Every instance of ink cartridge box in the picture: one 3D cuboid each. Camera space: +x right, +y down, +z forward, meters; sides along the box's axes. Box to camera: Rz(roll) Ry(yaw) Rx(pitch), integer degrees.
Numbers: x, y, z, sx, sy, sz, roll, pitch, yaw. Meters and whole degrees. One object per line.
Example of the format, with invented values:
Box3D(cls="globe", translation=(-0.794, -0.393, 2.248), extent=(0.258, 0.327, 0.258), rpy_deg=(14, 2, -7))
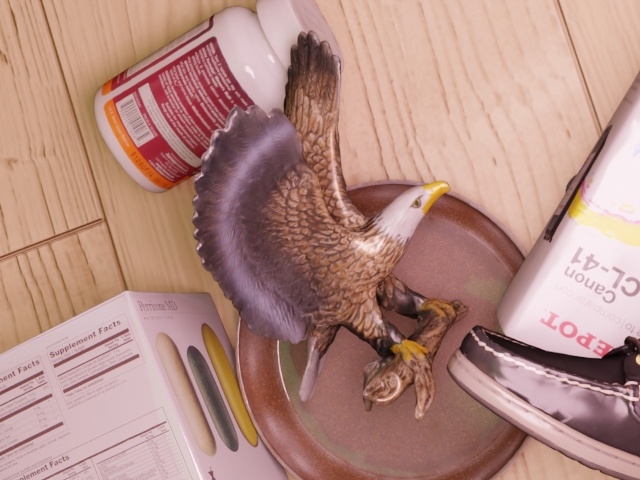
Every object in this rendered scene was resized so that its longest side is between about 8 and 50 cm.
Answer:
Box3D(cls="ink cartridge box", translation=(0.322, -0.005, 1.638), extent=(0.226, 0.131, 0.306), rpy_deg=(29, 97, 0))

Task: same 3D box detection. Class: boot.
Box3D(cls="boot", translation=(0.315, 0.059, 1.510), extent=(0.377, 0.138, 0.284), rpy_deg=(20, 100, -5))

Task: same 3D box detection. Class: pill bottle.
Box3D(cls="pill bottle", translation=(-0.095, -0.147, 1.823), extent=(0.221, 0.121, 0.121), rpy_deg=(-30, 79, 17))

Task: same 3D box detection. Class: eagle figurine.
Box3D(cls="eagle figurine", translation=(0.008, -0.008, 1.675), extent=(0.225, 0.226, 0.298), rpy_deg=(-45, 101, -12))

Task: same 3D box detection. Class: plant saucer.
Box3D(cls="plant saucer", translation=(0.072, 0.099, 1.794), extent=(0.311, 0.050, 0.310), rpy_deg=(-1, 88, 21))

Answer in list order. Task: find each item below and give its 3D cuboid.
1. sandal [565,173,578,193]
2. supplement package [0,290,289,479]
Box3D(cls="sandal", translation=(0.310, -0.036, 1.723), extent=(0.179, 0.040, 0.067), rpy_deg=(-1, 93, 5))
Box3D(cls="supplement package", translation=(-0.171, 0.205, 1.797), extent=(0.198, 0.199, 0.262), rpy_deg=(-27, 80, 17))
